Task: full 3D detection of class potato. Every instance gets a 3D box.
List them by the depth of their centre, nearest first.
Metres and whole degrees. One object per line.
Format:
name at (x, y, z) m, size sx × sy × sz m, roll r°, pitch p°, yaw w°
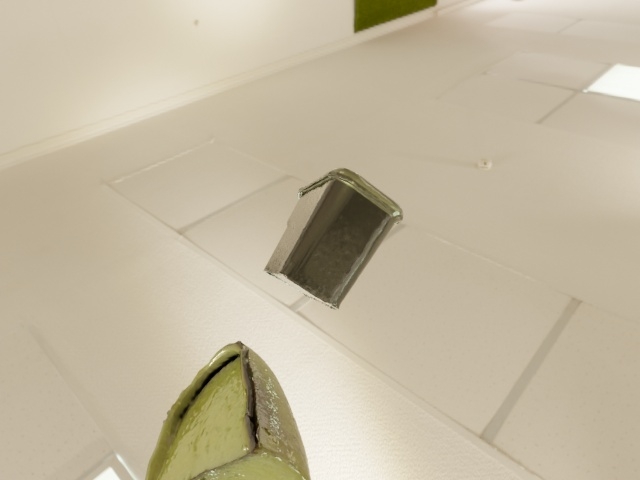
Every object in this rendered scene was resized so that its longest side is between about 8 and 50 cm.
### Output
potato at (-0.144, 0.365, 0.851) m, size 0.330 × 0.213 × 0.280 m, roll -38°, pitch -151°, yaw 23°

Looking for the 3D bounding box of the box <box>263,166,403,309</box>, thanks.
box at (0.000, 0.000, 0.731) m, size 0.138 × 0.274 × 0.178 m, roll 34°, pitch -100°, yaw -10°
